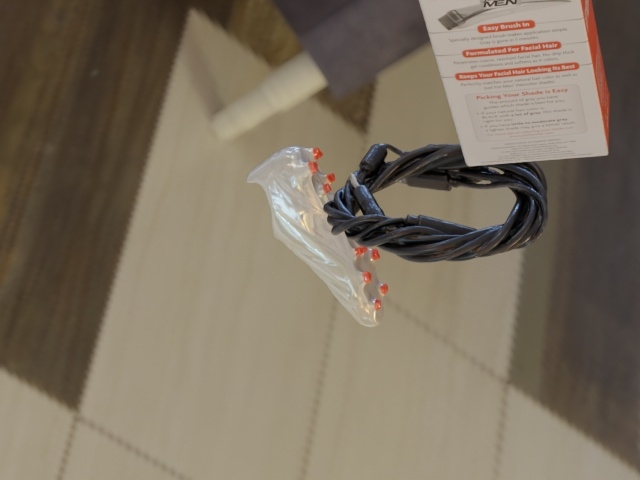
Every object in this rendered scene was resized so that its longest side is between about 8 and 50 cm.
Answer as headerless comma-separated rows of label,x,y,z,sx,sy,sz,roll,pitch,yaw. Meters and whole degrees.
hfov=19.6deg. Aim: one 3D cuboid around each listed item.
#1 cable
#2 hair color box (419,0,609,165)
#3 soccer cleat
cable,0.095,-0.032,1.490,0.150,0.184,0.047,-38,134,-44
hair color box,0.119,-0.116,1.112,0.167,0.093,0.053,67,23,-54
soccer cleat,0.000,0.000,1.760,0.196,0.076,0.068,62,22,-17
